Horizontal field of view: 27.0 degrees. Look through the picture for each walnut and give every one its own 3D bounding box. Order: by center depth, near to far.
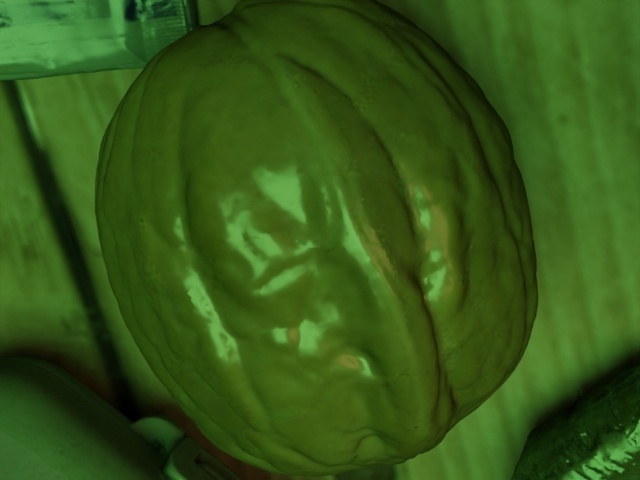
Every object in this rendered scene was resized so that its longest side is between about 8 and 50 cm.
[{"bbox_3d":[0.000,0.000,0.694,0.225,0.225,0.261,-16,108,15],"label":"walnut"}]

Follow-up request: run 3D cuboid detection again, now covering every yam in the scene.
[{"bbox_3d":[0.160,0.127,0.793,0.146,0.070,0.070,-38,102,22],"label":"yam"}]

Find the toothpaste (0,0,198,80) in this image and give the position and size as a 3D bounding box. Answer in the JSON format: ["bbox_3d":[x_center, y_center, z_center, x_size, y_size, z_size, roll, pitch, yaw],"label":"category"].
[{"bbox_3d":[-0.212,-0.142,0.750,0.282,0.068,0.099,-5,142,1],"label":"toothpaste"}]

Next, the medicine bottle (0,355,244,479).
[{"bbox_3d":[-0.133,0.261,0.819,0.375,0.123,0.282,38,95,5],"label":"medicine bottle"}]
